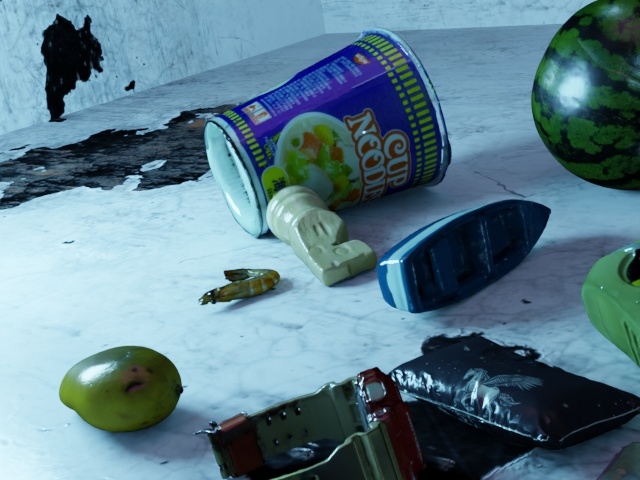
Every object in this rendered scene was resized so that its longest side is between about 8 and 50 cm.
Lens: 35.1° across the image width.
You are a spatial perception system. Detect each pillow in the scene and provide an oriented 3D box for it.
[{"bbox_3d":[0.169,0.136,0.918,0.141,0.055,0.208,-15,19,-34],"label":"pillow"}]

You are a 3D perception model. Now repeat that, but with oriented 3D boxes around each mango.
[{"bbox_3d":[-0.212,0.151,1.042,0.161,0.076,0.103,-3,25,44],"label":"mango"}]

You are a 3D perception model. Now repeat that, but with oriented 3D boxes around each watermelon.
[{"bbox_3d":[0.448,-0.212,1.443,0.285,0.285,0.285,-9,19,3],"label":"watermelon"}]

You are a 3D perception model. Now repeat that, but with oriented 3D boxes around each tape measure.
[{"bbox_3d":[0.349,0.058,0.985,0.175,0.106,0.200,-26,18,-4],"label":"tape measure"}]

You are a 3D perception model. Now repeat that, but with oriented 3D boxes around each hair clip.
[{"bbox_3d":[0.220,0.195,0.774,0.137,0.022,0.054,-25,23,-37],"label":"hair clip"}]

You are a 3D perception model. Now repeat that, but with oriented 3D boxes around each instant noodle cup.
[{"bbox_3d":[-0.004,-0.153,1.573,0.313,0.284,0.284,-25,22,-17],"label":"instant noodle cup"}]

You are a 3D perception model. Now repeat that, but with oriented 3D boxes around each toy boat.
[{"bbox_3d":[0.183,0.006,1.239,0.299,0.096,0.062,-24,14,-41],"label":"toy boat"}]

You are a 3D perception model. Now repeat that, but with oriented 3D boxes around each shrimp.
[{"bbox_3d":[-0.115,0.060,1.330,0.127,0.025,0.091,-19,20,-37],"label":"shrimp"}]

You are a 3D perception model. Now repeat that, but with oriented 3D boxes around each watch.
[{"bbox_3d":[-0.048,0.190,0.845,0.269,0.102,0.165,-17,11,7],"label":"watch"}]

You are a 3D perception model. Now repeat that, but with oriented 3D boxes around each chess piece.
[{"bbox_3d":[0.000,0.000,1.386,0.090,0.090,0.200,-16,31,-17],"label":"chess piece"}]
